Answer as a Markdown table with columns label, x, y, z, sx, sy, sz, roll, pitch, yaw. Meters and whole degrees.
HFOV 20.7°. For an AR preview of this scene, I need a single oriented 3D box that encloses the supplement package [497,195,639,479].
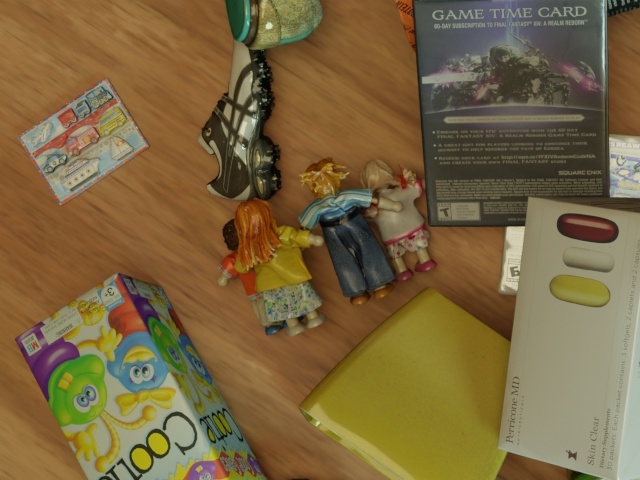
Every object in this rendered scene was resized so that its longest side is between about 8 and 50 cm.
| label | x | y | z | sx | sy | sz | roll | pitch | yaw |
| --- | --- | --- | --- | --- | --- | --- | --- | --- | --- |
| supplement package | 0.307 | 0.092 | 1.776 | 0.145 | 0.204 | 0.261 | 10 | 97 | 40 |

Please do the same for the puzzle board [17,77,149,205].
| label | x | y | z | sx | sy | sz | roll | pitch | yaw |
| --- | --- | --- | --- | --- | --- | --- | --- | --- | --- |
| puzzle board | -0.275 | -0.115 | 2.032 | 0.128 | 0.011 | 0.096 | -33 | 85 | 9 |

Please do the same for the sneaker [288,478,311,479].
| label | x | y | z | sx | sy | sz | roll | pitch | yaw |
| --- | --- | --- | --- | --- | --- | --- | --- | --- | --- |
| sneaker | -0.054 | 0.392 | 1.922 | 0.124 | 0.107 | 0.283 | 17 | 60 | 25 |

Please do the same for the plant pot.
| label | x | y | z | sx | sy | sz | roll | pitch | yaw |
| --- | --- | --- | --- | --- | --- | --- | --- | --- | --- |
| plant pot | 0.119 | 0.171 | 1.881 | 0.212 | 0.212 | 0.187 | 34 | 83 | 8 |

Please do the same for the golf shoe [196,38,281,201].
| label | x | y | z | sx | sy | sz | roll | pitch | yaw |
| --- | --- | --- | --- | --- | --- | --- | --- | --- | --- |
| golf shoe | -0.097 | -0.141 | 1.970 | 0.094 | 0.077 | 0.198 | -4 | 89 | 10 |

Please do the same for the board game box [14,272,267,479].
| label | x | y | z | sx | sy | sz | roll | pitch | yaw |
| --- | --- | --- | --- | --- | --- | --- | --- | --- | --- |
| board game box | -0.193 | 0.194 | 1.931 | 0.144 | 0.142 | 0.275 | -33 | 75 | 8 |

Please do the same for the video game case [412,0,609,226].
| label | x | y | z | sx | sy | sz | roll | pitch | yaw |
| --- | --- | --- | --- | --- | --- | --- | --- | --- | --- |
| video game case | 0.202 | -0.136 | 1.830 | 0.196 | 0.026 | 0.274 | 0 | 121 | 10 |

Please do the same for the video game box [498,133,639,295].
| label | x | y | z | sx | sy | sz | roll | pitch | yaw |
| --- | --- | --- | --- | --- | --- | --- | --- | --- | --- |
| video game box | 0.304 | -0.025 | 1.918 | 0.205 | 0.048 | 0.187 | 6 | 94 | 9 |

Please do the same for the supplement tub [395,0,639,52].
| label | x | y | z | sx | sy | sz | roll | pitch | yaw |
| --- | --- | --- | --- | --- | --- | --- | --- | --- | --- |
| supplement tub | 0.230 | -0.314 | 1.854 | 0.316 | 0.193 | 0.193 | -15 | 88 | 9 |

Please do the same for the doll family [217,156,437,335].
| label | x | y | z | sx | sy | sz | roll | pitch | yaw |
| --- | --- | --- | --- | --- | --- | --- | --- | --- | --- |
| doll family | 0.000 | 0.000 | 1.918 | 0.263 | 0.118 | 0.163 | -23 | 99 | 7 |

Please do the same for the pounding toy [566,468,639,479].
| label | x | y | z | sx | sy | sz | roll | pitch | yaw |
| --- | --- | --- | --- | --- | --- | --- | --- | --- | --- |
| pounding toy | 0.298 | 0.288 | 1.880 | 0.237 | 0.110 | 0.183 | -22 | 123 | 15 |

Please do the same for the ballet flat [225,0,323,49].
| label | x | y | z | sx | sy | sz | roll | pitch | yaw |
| --- | --- | --- | --- | --- | --- | --- | --- | --- | --- |
| ballet flat | -0.074 | -0.377 | 1.947 | 0.123 | 0.123 | 0.348 | -16 | 77 | 9 |
